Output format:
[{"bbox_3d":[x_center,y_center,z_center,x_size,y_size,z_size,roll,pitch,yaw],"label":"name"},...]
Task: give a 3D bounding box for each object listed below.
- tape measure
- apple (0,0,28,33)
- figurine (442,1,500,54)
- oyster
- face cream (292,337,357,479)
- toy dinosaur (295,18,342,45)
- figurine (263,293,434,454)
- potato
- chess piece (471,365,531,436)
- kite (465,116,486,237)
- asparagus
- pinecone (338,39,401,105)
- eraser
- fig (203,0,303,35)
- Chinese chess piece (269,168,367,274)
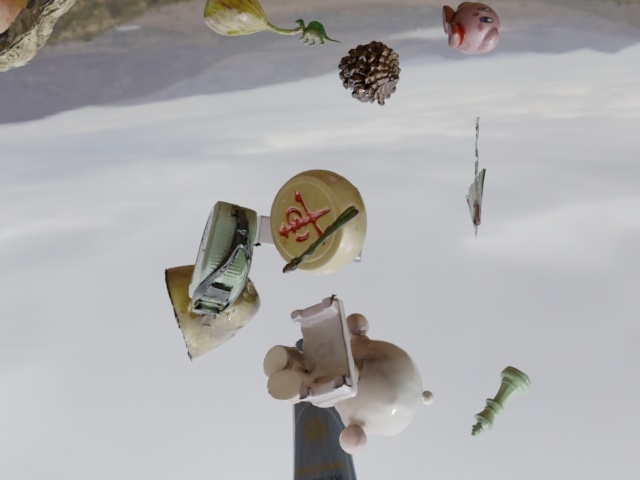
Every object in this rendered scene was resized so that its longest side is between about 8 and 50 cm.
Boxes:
[{"bbox_3d":[-0.194,0.044,1.646,0.115,0.235,0.207,15,171,-15],"label":"tape measure"},{"bbox_3d":[-0.806,-0.538,1.861,0.261,0.193,0.261,-11,163,-4],"label":"apple"},{"bbox_3d":[0.201,-0.283,1.059,0.071,0.083,0.067,-7,148,0],"label":"figurine"},{"bbox_3d":[-0.562,-0.395,1.512,0.345,0.078,0.128,-33,-136,19],"label":"oyster"},{"bbox_3d":[0.000,0.342,1.386,0.136,0.086,0.385,-12,-130,7],"label":"face cream"},{"bbox_3d":[-0.005,-0.495,1.911,0.120,0.060,0.029,10,175,-3],"label":"toy dinosaur"},{"bbox_3d":[0.055,0.181,1.089,0.257,0.144,0.182,28,-155,-47],"label":"figurine"},{"bbox_3d":[-0.293,0.180,2.286,0.237,0.300,0.288,-17,-155,-7],"label":"potato"},{"bbox_3d":[0.321,0.300,1.451,0.149,0.059,0.059,-47,-150,-23],"label":"chess piece"},{"bbox_3d":[0.312,-0.120,1.591,0.012,0.250,0.229,1,-165,19],"label":"kite"},{"bbox_3d":[0.000,0.000,1.504,0.022,0.023,0.233,25,-133,26],"label":"asparagus"},{"bbox_3d":[0.122,-0.428,2.027,0.174,0.173,0.173,-6,-168,1],"label":"pinecone"},{"bbox_3d":[-0.037,-0.006,2.130,0.287,0.086,0.130,9,179,-15],"label":"eraser"},{"bbox_3d":[-0.115,-0.389,1.355,0.166,0.093,0.093,8,-167,5],"label":"fig"},{"bbox_3d":[-0.008,-0.043,1.883,0.251,0.250,0.097,3,-175,39],"label":"Chinese chess piece"}]
